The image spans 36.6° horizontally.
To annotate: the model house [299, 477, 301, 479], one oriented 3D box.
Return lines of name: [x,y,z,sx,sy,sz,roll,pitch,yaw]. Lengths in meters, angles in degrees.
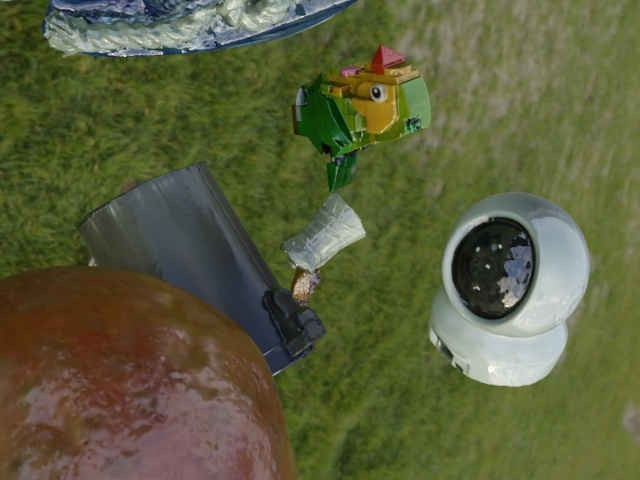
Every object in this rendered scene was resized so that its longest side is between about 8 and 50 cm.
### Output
model house: [-0.086,0.362,1.051,0.195,0.189,0.214,60,12,8]

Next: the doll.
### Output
doll: [0.050,-0.148,1.135,0.106,0.186,0.134,-25,91,-40]

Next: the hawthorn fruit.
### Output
hawthorn fruit: [-0.124,0.173,0.566,0.277,0.298,0.277,-16,126,-22]

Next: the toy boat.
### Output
toy boat: [-0.066,-0.121,0.405,0.291,0.210,0.070,-22,93,-53]

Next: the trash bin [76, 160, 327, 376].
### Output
trash bin: [-0.163,0.063,1.290,0.301,0.252,0.203,59,30,3]

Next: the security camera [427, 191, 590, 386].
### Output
security camera: [0.250,0.048,1.252,0.194,0.194,0.236,-36,148,-44]

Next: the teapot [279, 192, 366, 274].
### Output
teapot: [0.000,0.000,0.971,0.083,0.057,0.067,-39,145,-14]

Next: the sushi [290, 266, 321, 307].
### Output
sushi: [-0.025,0.071,1.659,0.099,0.047,0.050,107,-2,-55]
